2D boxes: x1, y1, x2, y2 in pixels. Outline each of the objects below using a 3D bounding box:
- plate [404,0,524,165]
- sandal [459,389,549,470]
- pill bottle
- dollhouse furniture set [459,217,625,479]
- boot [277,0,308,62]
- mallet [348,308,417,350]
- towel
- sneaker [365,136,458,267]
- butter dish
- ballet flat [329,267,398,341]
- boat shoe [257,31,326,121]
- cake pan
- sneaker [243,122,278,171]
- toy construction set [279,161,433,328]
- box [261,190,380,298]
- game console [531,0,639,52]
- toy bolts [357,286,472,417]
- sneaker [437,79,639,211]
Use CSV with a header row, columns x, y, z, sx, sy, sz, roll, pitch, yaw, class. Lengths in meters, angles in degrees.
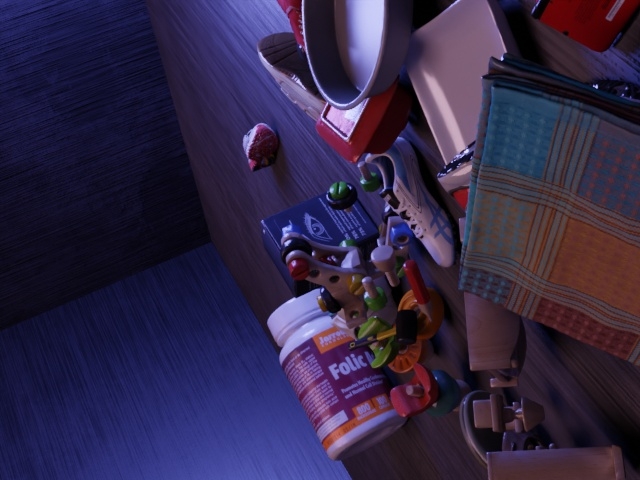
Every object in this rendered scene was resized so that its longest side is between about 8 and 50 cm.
x,y,z,sx,sy,sz,roll,pitch,yaw,class
0.213,-0.164,1.131,0.277,0.045,0.278,68,166,-4,plate
0.342,0.366,1.436,0.302,0.120,0.086,56,135,30,sandal
0.034,0.333,2.228,0.392,0.224,0.224,60,165,21,pill bottle
0.317,0.160,1.236,0.303,0.174,0.355,38,-132,-66,dollhouse furniture set
-0.011,-0.383,1.525,0.244,0.089,0.176,-135,23,-75,boot
0.114,0.189,1.652,0.190,0.039,0.062,-36,46,44,mallet
0.276,-0.005,0.906,0.272,0.040,0.370,24,148,19,towel
0.151,-0.057,1.453,0.237,0.086,0.085,63,164,8,sneaker
0.088,-0.204,1.401,0.160,0.118,0.160,-62,35,16,butter dish
0.106,0.153,1.924,0.139,0.139,0.400,64,170,10,ballet flat
-0.028,-0.301,1.678,0.302,0.109,0.098,47,156,39,boat shoe
0.050,-0.336,1.273,0.293,0.054,0.293,174,90,-67,cake pan
-0.169,-0.256,2.301,0.092,0.088,0.225,65,166,10,sneaker
0.098,0.063,1.588,0.309,0.257,0.237,42,164,48,toy construction set
0.000,0.000,1.842,0.153,0.207,0.108,58,164,30,box
0.261,-0.273,0.843,0.124,0.085,0.144,32,160,7,game console
0.214,0.220,1.674,0.218,0.159,0.228,-49,45,30,toy bolts
0.254,-0.083,0.953,0.118,0.107,0.279,51,149,-11,sneaker
